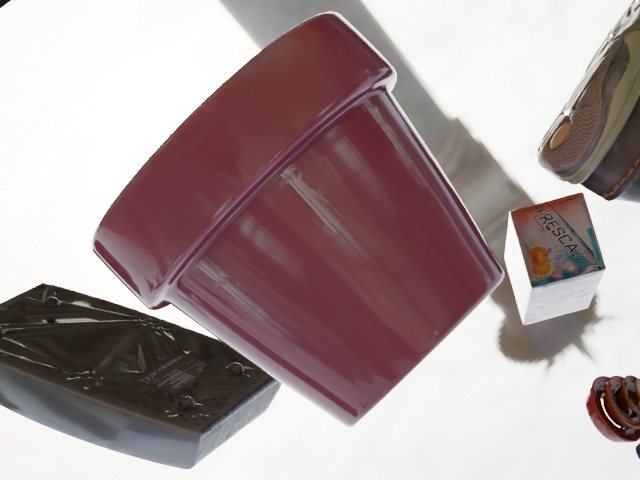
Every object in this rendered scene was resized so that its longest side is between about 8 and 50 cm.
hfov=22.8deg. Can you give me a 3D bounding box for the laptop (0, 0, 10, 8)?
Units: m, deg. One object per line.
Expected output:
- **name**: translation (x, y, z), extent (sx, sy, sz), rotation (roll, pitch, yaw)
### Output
- **laptop**: translation (-0.220, -0.271, 0.966), extent (0.264, 0.234, 0.136), rotation (-30, -164, 30)

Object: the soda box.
- **soda box**: translation (0.179, 0.017, 1.231), extent (0.058, 0.183, 0.063), rotation (-15, -102, 3)

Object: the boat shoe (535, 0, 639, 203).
- **boat shoe**: translation (0.283, -0.127, 1.246), extent (0.355, 0.130, 0.132), rotation (-52, 177, -44)

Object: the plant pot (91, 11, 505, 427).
- **plant pot**: translation (0.000, 0.000, 0.919), extent (0.201, 0.180, 0.201), rotation (-44, 175, -5)

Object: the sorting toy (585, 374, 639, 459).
- **sorting toy**: translation (0.222, 0.114, 1.059), extent (0.042, 0.102, 0.061), rotation (-39, -121, 35)

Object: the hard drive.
- **hard drive**: translation (-0.175, 0.113, 1.345), extent (0.254, 0.054, 0.172), rotation (18, -158, 21)
